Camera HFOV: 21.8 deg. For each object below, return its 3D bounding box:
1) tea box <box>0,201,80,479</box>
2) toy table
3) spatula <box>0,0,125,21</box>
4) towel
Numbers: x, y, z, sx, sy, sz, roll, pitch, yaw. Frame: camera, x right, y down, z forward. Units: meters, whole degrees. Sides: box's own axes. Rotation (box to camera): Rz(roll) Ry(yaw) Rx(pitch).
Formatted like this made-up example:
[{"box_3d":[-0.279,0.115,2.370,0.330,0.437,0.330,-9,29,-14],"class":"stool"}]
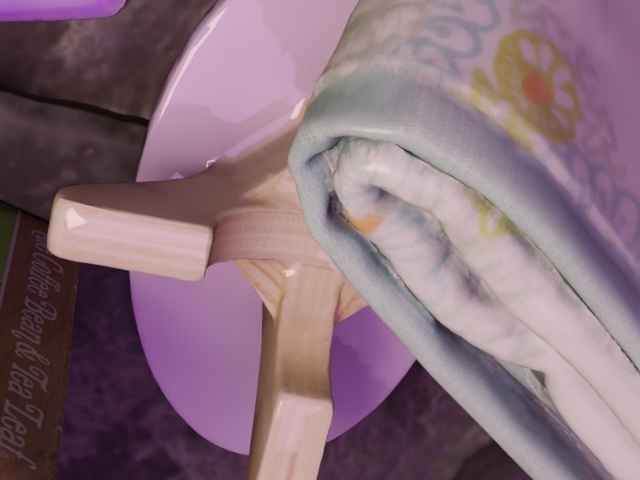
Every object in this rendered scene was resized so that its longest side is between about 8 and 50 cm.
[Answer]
[{"box_3d":[-0.291,0.075,0.703,0.324,0.329,0.220,24,103,-14],"class":"tea box"},{"box_3d":[0.000,0.000,0.798,0.252,0.161,0.274,0,106,-6],"class":"toy table"},{"box_3d":[-0.241,-0.134,0.783,0.297,0.030,0.084,-9,108,-19],"class":"spatula"},{"box_3d":[0.156,-0.018,0.724,0.090,0.320,0.374,-21,122,36],"class":"towel"}]
